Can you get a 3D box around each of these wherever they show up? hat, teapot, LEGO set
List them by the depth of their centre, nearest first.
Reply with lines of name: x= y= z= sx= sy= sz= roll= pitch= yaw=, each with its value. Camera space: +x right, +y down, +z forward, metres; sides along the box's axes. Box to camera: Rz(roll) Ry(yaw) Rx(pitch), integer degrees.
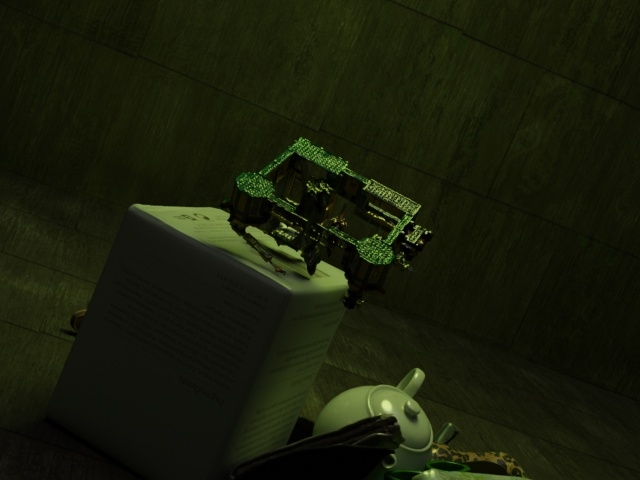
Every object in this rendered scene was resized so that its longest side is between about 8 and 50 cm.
hat: x=-0.016 y=0.414 z=1.588 sx=0.331 sy=0.331 sz=0.134 roll=12 pitch=52 yaw=-50
LEGO set: x=0.000 y=0.000 z=1.699 sx=0.331 sy=0.192 sz=0.255 roll=24 pitch=39 yaw=6
teapot: x=0.123 y=0.362 z=1.959 sx=0.252 sy=0.187 sz=0.256 roll=13 pitch=37 yaw=-41

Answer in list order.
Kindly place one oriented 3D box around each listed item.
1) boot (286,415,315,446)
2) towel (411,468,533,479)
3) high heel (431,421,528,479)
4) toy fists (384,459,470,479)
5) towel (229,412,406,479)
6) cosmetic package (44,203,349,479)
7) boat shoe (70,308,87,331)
boot: x=-0.022 y=0.390 z=2.081 sx=0.198 sy=0.077 sz=0.137 roll=34 pitch=0 yaw=-17
towel: x=0.331 y=0.532 z=1.707 sx=0.374 sy=0.090 sz=0.320 roll=18 pitch=30 yaw=-46
high heel: x=0.334 y=0.515 z=2.242 sx=0.261 sy=0.093 sz=0.186 roll=34 pitch=29 yaw=15
toy fists: x=0.171 y=0.471 z=1.821 sx=0.096 sy=0.142 sz=0.279 roll=9 pitch=0 yaw=31
towel: x=0.002 y=0.356 z=1.708 sx=0.187 sy=0.282 sz=0.049 roll=67 pitch=4 yaw=-70
cosmetic package: x=-0.195 y=0.181 z=1.785 sx=0.327 sy=0.394 sz=0.329 roll=26 pitch=9 yaw=18
boat shoe: x=-0.440 y=0.193 z=2.195 sx=0.178 sy=0.064 sz=0.060 roll=22 pitch=6 yaw=-23
